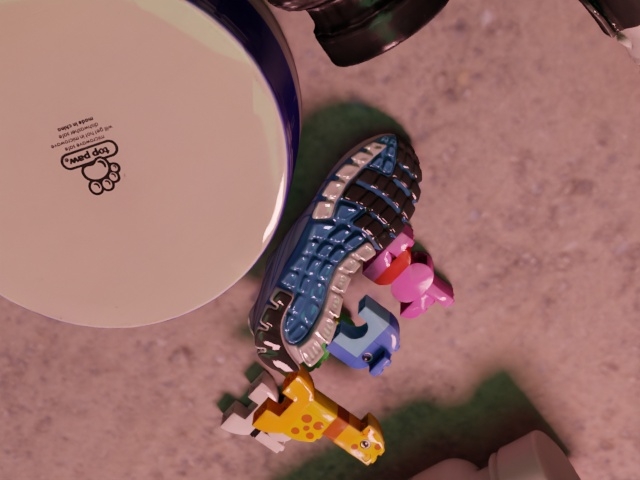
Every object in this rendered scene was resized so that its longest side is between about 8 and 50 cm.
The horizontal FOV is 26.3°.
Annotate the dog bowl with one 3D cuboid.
[{"bbox_3d":[-0.147,-0.075,0.953,0.265,0.104,0.265,1,116,3],"label":"dog bowl"}]

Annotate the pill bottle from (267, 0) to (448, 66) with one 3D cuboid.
[{"bbox_3d":[-0.011,-0.224,0.862,0.123,0.123,0.219,-28,112,16],"label":"pill bottle"}]

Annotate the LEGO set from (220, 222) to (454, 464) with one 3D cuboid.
[{"bbox_3d":[0.024,0.108,1.045,0.093,0.087,0.227,37,114,-14],"label":"LEGO set"}]

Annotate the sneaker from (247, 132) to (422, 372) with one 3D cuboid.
[{"bbox_3d":[0.000,0.000,1.005,0.071,0.083,0.191,34,90,-24],"label":"sneaker"}]

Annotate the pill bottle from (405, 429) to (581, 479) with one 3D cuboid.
[{"bbox_3d":[0.099,0.248,1.085,0.229,0.131,0.131,-32,111,17],"label":"pill bottle"}]

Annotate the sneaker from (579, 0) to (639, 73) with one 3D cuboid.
[{"bbox_3d":[0.209,-0.189,0.886,0.146,0.122,0.331,-1,119,24],"label":"sneaker"}]
